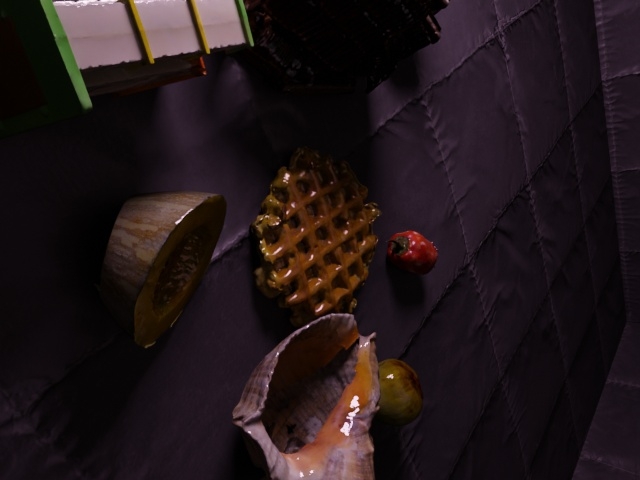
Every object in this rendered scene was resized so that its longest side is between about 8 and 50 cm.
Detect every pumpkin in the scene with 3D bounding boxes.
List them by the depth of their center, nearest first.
[{"bbox_3d":[-0.215,0.019,0.612,0.110,0.217,0.217,27,69,-3],"label":"pumpkin"}]

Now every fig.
[{"bbox_3d":[0.157,0.324,1.019,0.153,0.120,0.136,22,38,-26],"label":"fig"}]

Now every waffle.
[{"bbox_3d":[0.000,0.000,0.874,0.302,0.068,0.324,27,72,-44],"label":"waffle"}]

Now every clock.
[{"bbox_3d":[-0.226,-0.203,0.528,0.255,0.220,0.106,-36,119,-47],"label":"clock"}]

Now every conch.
[{"bbox_3d":[-0.032,0.288,0.781,0.297,0.210,0.352,49,39,-35],"label":"conch"}]

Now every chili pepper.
[{"bbox_3d":[0.196,0.023,1.068,0.192,0.084,0.086,21,61,-49],"label":"chili pepper"}]

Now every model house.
[{"bbox_3d":[0.062,-0.345,0.757,0.317,0.283,0.297,38,66,-40],"label":"model house"}]

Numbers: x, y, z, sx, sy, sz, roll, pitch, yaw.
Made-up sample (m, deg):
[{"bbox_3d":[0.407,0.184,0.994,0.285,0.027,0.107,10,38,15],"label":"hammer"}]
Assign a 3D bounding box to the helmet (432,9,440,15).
[{"bbox_3d":[0.162,-0.562,0.944,0.198,0.154,0.253,-35,100,-17],"label":"helmet"}]
